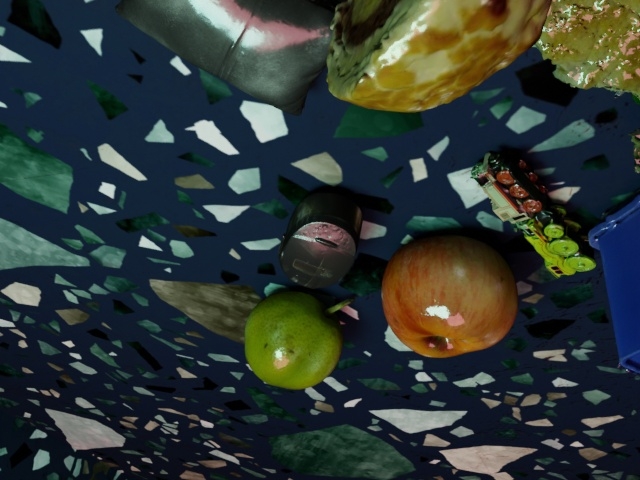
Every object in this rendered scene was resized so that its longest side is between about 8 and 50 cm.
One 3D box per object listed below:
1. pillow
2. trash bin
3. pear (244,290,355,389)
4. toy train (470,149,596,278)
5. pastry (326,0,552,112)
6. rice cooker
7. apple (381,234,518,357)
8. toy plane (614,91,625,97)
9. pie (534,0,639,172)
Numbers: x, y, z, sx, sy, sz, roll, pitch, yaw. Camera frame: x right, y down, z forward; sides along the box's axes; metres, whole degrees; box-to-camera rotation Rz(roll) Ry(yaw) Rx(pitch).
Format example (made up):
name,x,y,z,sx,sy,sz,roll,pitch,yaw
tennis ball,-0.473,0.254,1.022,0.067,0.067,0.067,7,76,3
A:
name,x,y,z,sx,sy,sz,roll,pitch,yaw
pillow,-0.096,-0.242,0.764,0.250,0.106,0.186,26,150,-13
trash bin,0.447,0.049,0.865,0.162,0.234,0.184,24,143,-12
pear,-0.032,0.163,1.248,0.216,0.166,0.180,-41,109,18
toy train,0.293,-0.034,0.960,0.085,0.053,0.250,-17,134,43
pastry,0.111,-0.218,0.598,0.170,0.256,0.236,11,102,-22
rice cooker,0.000,0.000,1.055,0.112,0.106,0.165,21,147,-10
apple,0.193,0.087,1.058,0.209,0.164,0.209,9,146,6
toy plane,0.337,-0.189,0.758,0.083,0.031,0.078,-3,141,21
pie,0.371,-0.202,0.662,0.371,0.078,0.296,36,130,-23
